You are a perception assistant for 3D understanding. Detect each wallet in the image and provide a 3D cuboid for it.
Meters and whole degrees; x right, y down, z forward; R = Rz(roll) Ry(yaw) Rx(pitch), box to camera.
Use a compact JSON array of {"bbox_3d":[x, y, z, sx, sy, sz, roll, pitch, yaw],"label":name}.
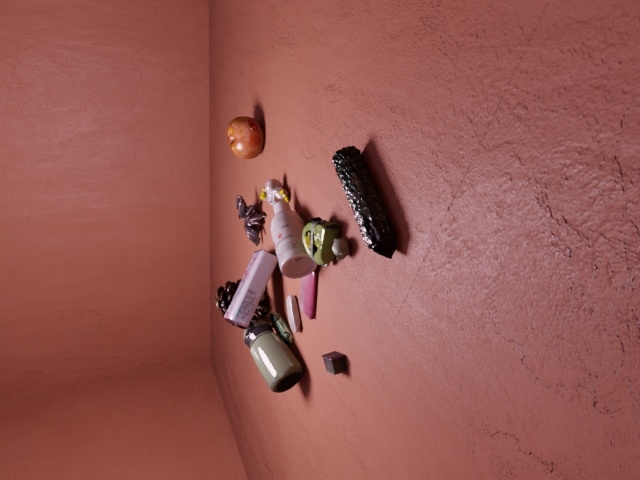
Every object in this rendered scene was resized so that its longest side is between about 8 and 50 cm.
[{"bbox_3d":[-0.049,0.191,1.774,0.119,0.025,0.232,-141,50,-59],"label":"wallet"}]

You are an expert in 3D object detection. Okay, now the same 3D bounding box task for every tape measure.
[{"bbox_3d":[0.000,0.000,1.551,0.154,0.087,0.177,40,132,42],"label":"tape measure"}]

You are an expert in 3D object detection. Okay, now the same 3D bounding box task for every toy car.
[{"bbox_3d":[-0.180,0.413,2.072,0.186,0.058,0.093,53,144,30],"label":"toy car"}]

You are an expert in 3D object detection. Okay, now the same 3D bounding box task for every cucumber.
[{"bbox_3d":[0.125,-0.105,1.246,0.096,0.096,0.359,120,139,-52],"label":"cucumber"}]

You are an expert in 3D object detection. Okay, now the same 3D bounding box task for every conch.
[{"bbox_3d":[0.070,0.026,1.444,0.085,0.056,0.076,-78,-18,-54],"label":"conch"}]

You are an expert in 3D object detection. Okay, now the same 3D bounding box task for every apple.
[{"bbox_3d":[-0.373,-0.512,2.193,0.209,0.164,0.209,29,122,60],"label":"apple"}]

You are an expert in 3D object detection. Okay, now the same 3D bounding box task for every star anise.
[{"bbox_3d":[-0.366,-0.108,2.319,0.212,0.129,0.283,161,95,-71],"label":"star anise"}]

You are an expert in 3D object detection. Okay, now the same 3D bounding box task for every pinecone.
[{"bbox_3d":[-0.411,0.334,2.331,0.296,0.298,0.242,1,51,57],"label":"pinecone"}]

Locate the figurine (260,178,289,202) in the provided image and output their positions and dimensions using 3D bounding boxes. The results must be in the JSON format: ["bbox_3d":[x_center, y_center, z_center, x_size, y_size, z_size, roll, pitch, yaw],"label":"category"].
[{"bbox_3d":[-0.194,-0.209,1.965,0.130,0.109,0.178,57,154,-2],"label":"figurine"}]

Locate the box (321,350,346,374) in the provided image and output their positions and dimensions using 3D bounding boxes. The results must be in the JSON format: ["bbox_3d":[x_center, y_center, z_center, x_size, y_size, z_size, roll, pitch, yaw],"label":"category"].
[{"bbox_3d":[0.050,0.434,1.564,0.084,0.060,0.063,-11,89,65],"label":"box"}]

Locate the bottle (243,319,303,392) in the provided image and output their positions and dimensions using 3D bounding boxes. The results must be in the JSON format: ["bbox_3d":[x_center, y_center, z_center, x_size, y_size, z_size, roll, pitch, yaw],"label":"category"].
[{"bbox_3d":[-0.226,0.504,1.990,0.347,0.168,0.168,47,137,37],"label":"bottle"}]

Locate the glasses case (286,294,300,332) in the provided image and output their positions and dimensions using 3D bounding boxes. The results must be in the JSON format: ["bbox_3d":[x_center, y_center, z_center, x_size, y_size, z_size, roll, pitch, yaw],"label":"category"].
[{"bbox_3d":[-0.119,0.322,1.937,0.063,0.041,0.164,140,121,-63],"label":"glasses case"}]

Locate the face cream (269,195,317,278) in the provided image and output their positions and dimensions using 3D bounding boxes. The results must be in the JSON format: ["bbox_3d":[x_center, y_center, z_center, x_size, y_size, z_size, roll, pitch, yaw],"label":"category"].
[{"bbox_3d":[-0.123,-0.035,1.754,0.145,0.145,0.370,110,152,-43],"label":"face cream"}]

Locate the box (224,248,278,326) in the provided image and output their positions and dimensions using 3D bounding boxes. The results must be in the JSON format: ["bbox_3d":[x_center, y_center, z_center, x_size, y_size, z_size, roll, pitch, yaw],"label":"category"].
[{"bbox_3d":[-0.325,0.222,2.106,0.370,0.112,0.190,-65,18,-15],"label":"box"}]
